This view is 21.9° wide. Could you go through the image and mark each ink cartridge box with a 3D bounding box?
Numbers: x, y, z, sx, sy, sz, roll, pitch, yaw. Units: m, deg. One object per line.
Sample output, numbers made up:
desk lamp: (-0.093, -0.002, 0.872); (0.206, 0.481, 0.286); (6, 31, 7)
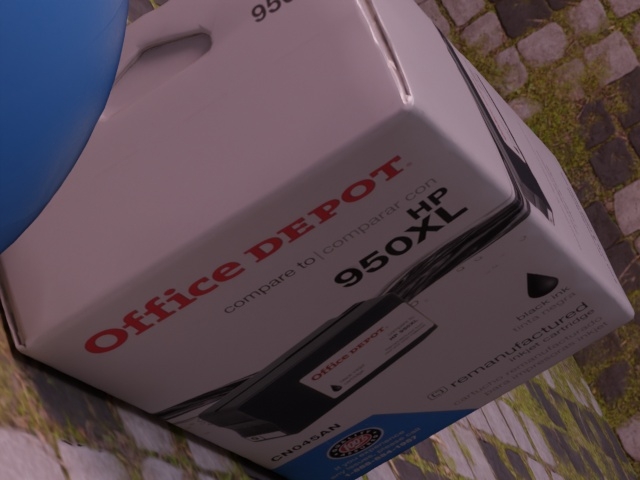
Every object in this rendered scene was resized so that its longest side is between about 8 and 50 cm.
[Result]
ink cartridge box: (0.000, 0.000, 1.114); (0.395, 0.285, 0.166); (36, 26, -55)

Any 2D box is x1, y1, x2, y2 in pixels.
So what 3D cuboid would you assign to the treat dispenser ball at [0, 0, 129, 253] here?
treat dispenser ball: (-0.214, -0.102, 0.604); (0.288, 0.288, 0.288); (52, 15, -21)
